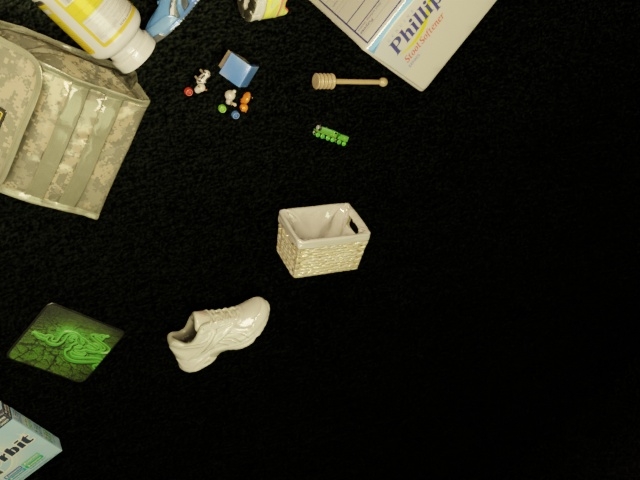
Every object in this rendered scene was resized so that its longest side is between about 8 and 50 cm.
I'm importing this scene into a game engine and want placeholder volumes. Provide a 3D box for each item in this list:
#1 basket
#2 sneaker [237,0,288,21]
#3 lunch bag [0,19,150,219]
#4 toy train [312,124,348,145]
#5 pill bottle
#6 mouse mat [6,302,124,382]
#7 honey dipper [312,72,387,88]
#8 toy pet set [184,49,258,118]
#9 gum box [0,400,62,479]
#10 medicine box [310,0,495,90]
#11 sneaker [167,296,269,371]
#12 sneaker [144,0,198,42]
[{"bbox_3d":[0.000,0.000,1.824,0.167,0.113,0.103,-6,131,-26],"label":"basket"},{"bbox_3d":[-0.067,-0.460,1.458,0.094,0.081,0.208,-5,133,-36],"label":"sneaker"},{"bbox_3d":[-0.448,-0.192,1.381,0.287,0.169,0.235,17,114,-32],"label":"lunch bag"},{"bbox_3d":[0.020,-0.207,1.738,0.083,0.017,0.023,15,106,-37],"label":"toy train"},{"bbox_3d":[-0.342,-0.344,1.350,0.103,0.103,0.184,-42,126,5],"label":"pill bottle"},{"bbox_3d":[-0.505,0.207,1.766,0.152,0.007,0.190,-49,134,12],"label":"mouse mat"},{"bbox_3d":[0.060,-0.303,1.680,0.161,0.030,0.030,-6,127,-29],"label":"honey dipper"},{"bbox_3d":[-0.155,-0.267,1.556,0.122,0.065,0.114,21,112,-39],"label":"toy pet set"},{"bbox_3d":[-0.656,0.429,1.828,0.157,0.041,0.184,-37,135,1],"label":"gum box"},{"bbox_3d":[0.137,-0.433,1.439,0.149,0.289,0.263,27,108,-41],"label":"medicine box"},{"bbox_3d":[-0.216,0.181,1.857,0.232,0.090,0.115,-33,130,-4],"label":"sneaker"},{"bbox_3d":[-0.226,-0.407,1.416,0.082,0.069,0.209,39,104,-23],"label":"sneaker"}]
